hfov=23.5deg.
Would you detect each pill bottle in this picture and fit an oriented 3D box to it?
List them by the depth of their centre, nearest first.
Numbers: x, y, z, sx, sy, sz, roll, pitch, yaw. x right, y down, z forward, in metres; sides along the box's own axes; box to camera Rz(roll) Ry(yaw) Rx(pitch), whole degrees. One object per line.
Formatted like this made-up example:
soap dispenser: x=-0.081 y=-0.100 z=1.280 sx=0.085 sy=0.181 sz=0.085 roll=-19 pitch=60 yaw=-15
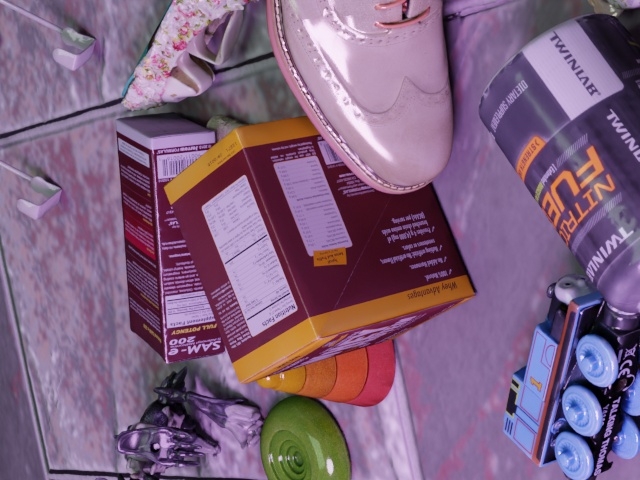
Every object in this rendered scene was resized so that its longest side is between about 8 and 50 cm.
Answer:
pill bottle: x=0.232 y=-0.037 z=1.131 sx=0.246 sy=0.130 sz=0.130 roll=58 pitch=137 yaw=21

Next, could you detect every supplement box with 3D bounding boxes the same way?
supplement box: x=0.000 y=0.000 z=1.366 sx=0.129 sy=0.191 sz=0.194 roll=-33 pitch=75 yaw=49
supplement box: x=-0.158 y=-0.005 z=1.618 sx=0.130 sy=0.073 sz=0.239 roll=-150 pitch=56 yaw=-62

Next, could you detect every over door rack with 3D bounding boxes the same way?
over door rack: x=-0.403 y=-0.211 z=1.863 sx=0.324 sy=0.108 sz=0.239 roll=34 pitch=127 yaw=21

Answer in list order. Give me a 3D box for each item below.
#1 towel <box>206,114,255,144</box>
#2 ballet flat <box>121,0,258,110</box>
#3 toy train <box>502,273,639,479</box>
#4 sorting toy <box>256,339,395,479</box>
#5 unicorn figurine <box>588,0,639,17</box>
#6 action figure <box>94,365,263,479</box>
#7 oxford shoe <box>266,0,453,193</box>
towel: x=-0.077 y=-0.050 z=1.572 sx=0.110 sy=0.027 sz=0.148 roll=17 pitch=113 yaw=45
ballet flat: x=-0.133 y=-0.194 z=1.559 sx=0.077 sy=0.091 sz=0.241 roll=42 pitch=138 yaw=5
toy train: x=0.209 y=0.110 z=1.232 sx=0.105 sy=0.080 sz=0.184 roll=41 pitch=137 yaw=41
sorting toy: x=-0.047 y=0.212 z=1.536 sx=0.127 sy=0.126 sz=0.365 roll=45 pitch=130 yaw=32
unicorn figurine: x=0.249 y=-0.208 z=1.127 sx=0.162 sy=0.060 sz=0.111 roll=-29 pitch=79 yaw=66
action figure: x=-0.150 y=0.233 z=1.636 sx=0.141 sy=0.275 sz=0.164 roll=23 pitch=96 yaw=3
oxford shoe: x=0.036 y=-0.215 z=1.247 sx=0.146 sy=0.140 sz=0.397 roll=17 pitch=132 yaw=60
